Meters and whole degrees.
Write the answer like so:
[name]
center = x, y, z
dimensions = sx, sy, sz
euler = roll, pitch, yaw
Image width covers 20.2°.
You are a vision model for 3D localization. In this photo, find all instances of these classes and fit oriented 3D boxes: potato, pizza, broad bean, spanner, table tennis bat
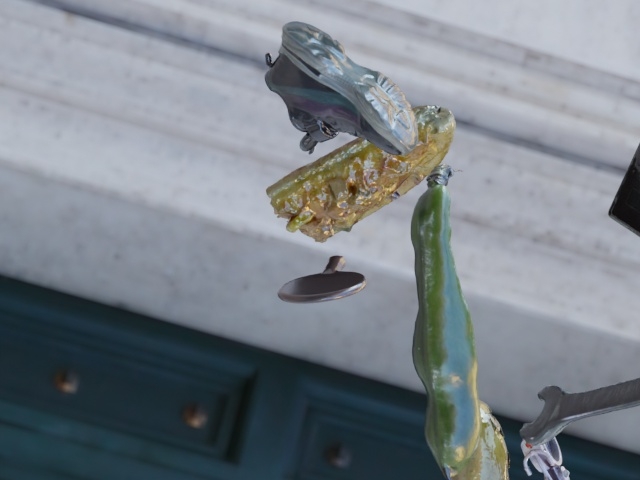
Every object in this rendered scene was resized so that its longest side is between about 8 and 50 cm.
[potato]
center = 0.208, 0.295, 2.363
dimensions = 0.107, 0.080, 0.170
euler = 21, 65, -61
[pizza]
center = 0.077, -0.085, 2.358
dimensions = 0.268, 0.087, 0.258
euler = -30, 173, 11
[broad bean]
center = 0.126, 0.076, 1.748
dimensions = 0.098, 0.056, 0.318
euler = 15, 74, -52
[spanner]
center = 0.225, 0.106, 1.260
dimensions = 0.254, 0.015, 0.054
euler = -24, -139, 54
[table tennis bat]
center = 0.000, 0.000, 2.151
dimensions = 0.170, 0.107, 0.119
euler = -58, 142, -74

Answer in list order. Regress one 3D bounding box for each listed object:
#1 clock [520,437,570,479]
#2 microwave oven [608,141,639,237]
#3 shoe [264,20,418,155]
[clock]
center = 0.302, 0.302, 2.357
dimensions = 0.129, 0.041, 0.087
euler = 65, 19, 4
[microwave oven]
center = 0.629, -0.018, 2.161
dimensions = 0.432, 0.374, 0.236
euler = 40, -69, 51
[shoe]
center = 0.010, -0.124, 1.696
dimensions = 0.099, 0.169, 0.071
euler = -51, 176, 27
